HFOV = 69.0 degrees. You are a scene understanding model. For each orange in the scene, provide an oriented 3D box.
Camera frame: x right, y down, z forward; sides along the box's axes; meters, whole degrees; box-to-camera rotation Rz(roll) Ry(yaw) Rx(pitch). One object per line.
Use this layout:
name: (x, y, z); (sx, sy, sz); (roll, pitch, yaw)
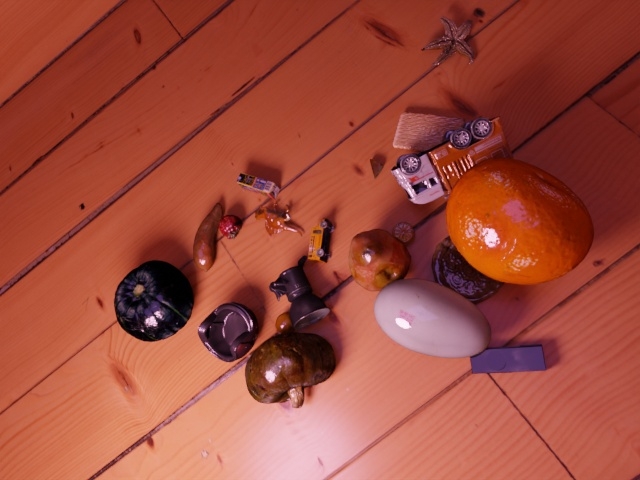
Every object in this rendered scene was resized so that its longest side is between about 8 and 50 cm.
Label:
orange: (-0.124, 0.301, 1.695); (0.085, 0.085, 0.085); (-5, 72, 16)
orange: (0.586, -0.051, 1.410); (0.424, 0.424, 0.326); (44, 123, 24)

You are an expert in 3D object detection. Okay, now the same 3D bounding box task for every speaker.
speaker: (0.583, 0.372, 1.461); (0.218, 0.044, 0.082); (-7, 72, 16)

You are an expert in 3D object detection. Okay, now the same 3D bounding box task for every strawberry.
strawberry: (-0.365, -0.062, 1.867); (0.106, 0.106, 0.106); (-5, 72, 16)

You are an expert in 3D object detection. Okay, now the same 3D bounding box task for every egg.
egg: (0.350, 0.247, 1.474); (0.370, 0.230, 0.230); (17, 79, 17)

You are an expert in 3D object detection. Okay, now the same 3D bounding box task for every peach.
peach: (0.187, 0.063, 1.582); (0.214, 0.235, 0.214); (-9, 69, 25)

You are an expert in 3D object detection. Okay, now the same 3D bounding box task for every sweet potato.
sweet potato: (-0.461, -0.017, 1.889); (0.097, 0.097, 0.292); (1, 72, 18)

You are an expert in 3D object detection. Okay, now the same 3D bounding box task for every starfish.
starfish: (0.521, -0.776, 1.832); (0.227, 0.043, 0.241); (-34, 70, 8)

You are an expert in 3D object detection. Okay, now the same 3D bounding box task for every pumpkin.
pumpkin: (-0.121, 0.446, 1.569); (0.324, 0.232, 0.242); (-31, 70, 11)
pumpkin: (-0.627, 0.239, 1.791); (0.315, 0.238, 0.315); (-8, 54, 11)

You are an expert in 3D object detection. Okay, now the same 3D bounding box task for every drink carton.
drink carton: (-0.253, -0.224, 1.895); (0.165, 0.071, 0.056); (20, 77, 21)

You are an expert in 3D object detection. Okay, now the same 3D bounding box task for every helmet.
helmet: (-0.322, 0.329, 1.681); (0.189, 0.193, 0.216); (23, 95, 20)

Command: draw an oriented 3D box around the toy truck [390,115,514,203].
toy truck: (0.452, -0.266, 1.619); (0.387, 0.173, 0.207); (-26, 97, 9)

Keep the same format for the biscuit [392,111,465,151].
biscuit: (0.409, -0.404, 1.760); (0.249, 0.030, 0.160); (12, 77, 21)

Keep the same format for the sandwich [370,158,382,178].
sandwich: (0.217, -0.280, 1.784); (0.044, 0.031, 0.083); (-19, 71, 16)

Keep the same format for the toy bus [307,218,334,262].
toy bus: (0.000, 0.000, 1.748); (0.074, 0.069, 0.162); (1, 76, 29)

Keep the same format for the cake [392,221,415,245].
cake: (0.297, -0.025, 1.673); (0.084, 0.044, 0.084); (-5, 74, 16)

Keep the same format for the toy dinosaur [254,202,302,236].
toy dinosaur: (-0.175, -0.070, 1.834); (0.142, 0.057, 0.212); (-36, 65, 17)

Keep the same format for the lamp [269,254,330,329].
lamp: (-0.085, 0.186, 1.671); (0.172, 0.147, 0.227); (-18, 65, -25)

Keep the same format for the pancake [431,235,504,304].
pancake: (0.501, 0.096, 1.578); (0.250, 0.031, 0.250); (-4, 74, 13)
